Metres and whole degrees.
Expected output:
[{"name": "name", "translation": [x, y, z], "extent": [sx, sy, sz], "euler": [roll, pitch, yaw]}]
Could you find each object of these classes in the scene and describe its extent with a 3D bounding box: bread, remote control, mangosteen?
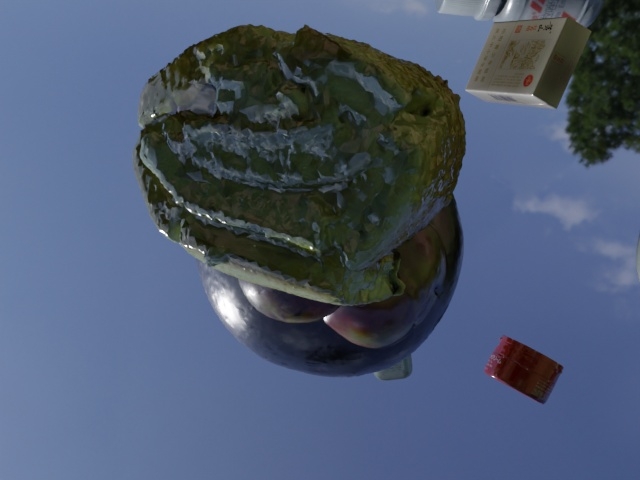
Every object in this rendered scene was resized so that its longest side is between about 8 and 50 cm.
[{"name": "bread", "translation": [-0.030, -0.053, 0.468], "extent": [0.256, 0.186, 0.124], "euler": [8, -176, 30]}, {"name": "remote control", "translation": [0.129, 0.189, 1.246], "extent": [0.090, 0.310, 0.038], "euler": [-8, -131, 7]}, {"name": "mangosteen", "translation": [0.000, 0.000, 0.842], "extent": [0.381, 0.382, 0.435], "euler": [29, -174, 10]}]

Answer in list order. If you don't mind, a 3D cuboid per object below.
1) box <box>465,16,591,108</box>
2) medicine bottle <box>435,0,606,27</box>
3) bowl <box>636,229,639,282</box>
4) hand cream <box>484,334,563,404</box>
[{"name": "box", "translation": [0.350, -0.306, 1.106], "extent": [0.058, 0.141, 0.201], "euler": [20, -174, -24]}, {"name": "medicine bottle", "translation": [0.394, -0.543, 1.266], "extent": [0.305, 0.245, 0.245], "euler": [4, -145, 1]}, {"name": "bowl", "translation": [0.862, 0.036, 1.323], "extent": [0.353, 0.354, 0.185], "euler": [28, -175, 9]}, {"name": "hand cream", "translation": [0.567, 0.361, 1.795], "extent": [0.193, 0.126, 0.193], "euler": [28, 175, 3]}]
